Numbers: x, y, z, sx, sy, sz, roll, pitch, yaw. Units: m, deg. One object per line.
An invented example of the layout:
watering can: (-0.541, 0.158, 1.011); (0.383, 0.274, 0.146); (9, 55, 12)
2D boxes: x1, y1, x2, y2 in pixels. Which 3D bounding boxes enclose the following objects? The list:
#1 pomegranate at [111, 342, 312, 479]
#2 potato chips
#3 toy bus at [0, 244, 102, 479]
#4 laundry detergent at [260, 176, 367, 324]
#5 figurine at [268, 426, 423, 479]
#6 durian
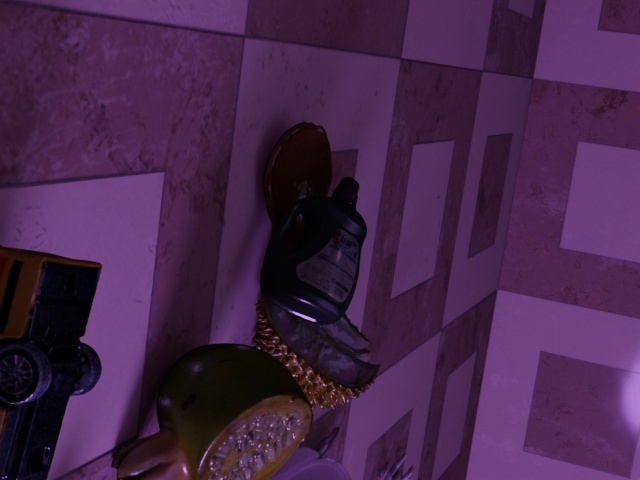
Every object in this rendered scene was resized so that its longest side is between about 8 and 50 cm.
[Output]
pomegranate: (-0.141, 0.231, 1.311); (0.241, 0.159, 0.190); (-48, 146, -3)
potato chips: (-0.039, -0.084, 1.532); (0.150, 0.049, 0.201); (-52, 151, -33)
toy bus: (-0.287, 0.170, 0.911); (0.121, 0.123, 0.335); (15, 90, -76)
laundry detergent: (0.000, 0.000, 1.499); (0.078, 0.144, 0.221); (-26, -138, 59)
figurine: (0.021, 0.443, 1.782); (0.284, 0.206, 0.315); (-58, 158, -20)
durian: (-0.037, 0.155, 1.568); (0.237, 0.138, 0.193); (55, 35, -2)
